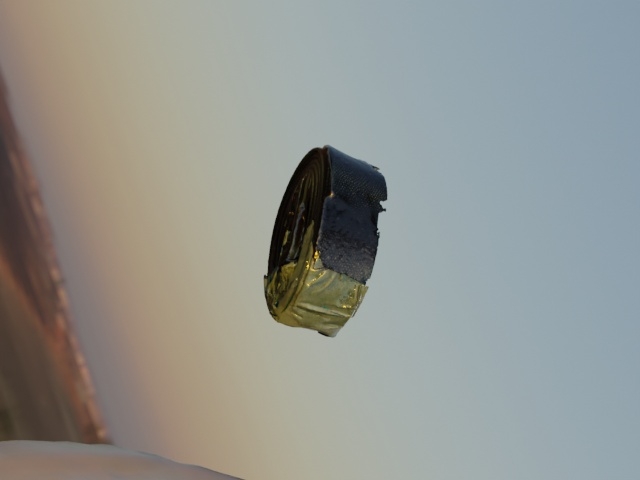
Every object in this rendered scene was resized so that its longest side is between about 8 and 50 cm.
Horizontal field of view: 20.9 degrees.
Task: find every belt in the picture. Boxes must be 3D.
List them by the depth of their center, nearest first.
[{"bbox_3d":[0.000,0.000,1.233,0.105,0.058,0.140,-43,-147,54],"label":"belt"}]

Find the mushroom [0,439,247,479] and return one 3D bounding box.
[{"bbox_3d":[-0.111,0.268,0.516,0.313,0.224,0.397,-4,114,-77],"label":"mushroom"}]
